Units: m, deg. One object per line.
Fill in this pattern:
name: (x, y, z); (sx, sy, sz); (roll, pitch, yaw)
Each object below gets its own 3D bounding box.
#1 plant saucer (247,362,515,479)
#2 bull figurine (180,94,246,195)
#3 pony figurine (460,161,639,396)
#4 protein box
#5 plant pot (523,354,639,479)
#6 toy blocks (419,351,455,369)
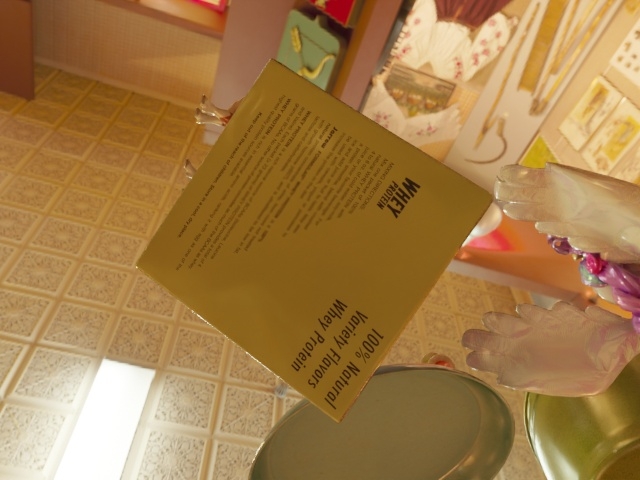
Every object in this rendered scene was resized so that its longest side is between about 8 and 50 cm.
plant saucer: (0.072, 0.254, 0.609); (0.318, 0.317, 0.043); (10, -151, -17)
bull figurine: (-0.154, -0.185, 0.993); (0.188, 0.310, 0.101); (10, -166, -22)
pony figurine: (0.387, 0.047, 0.626); (0.351, 0.303, 0.363); (15, -151, 28)
protein box: (0.000, 0.000, 0.444); (0.201, 0.200, 0.136); (34, -177, 12)
plant pot: (0.497, 0.332, 0.750); (0.366, 0.366, 0.353); (35, -166, 16)
toy blocks: (0.210, 0.260, 0.879); (0.054, 0.148, 0.123); (7, -97, -4)
